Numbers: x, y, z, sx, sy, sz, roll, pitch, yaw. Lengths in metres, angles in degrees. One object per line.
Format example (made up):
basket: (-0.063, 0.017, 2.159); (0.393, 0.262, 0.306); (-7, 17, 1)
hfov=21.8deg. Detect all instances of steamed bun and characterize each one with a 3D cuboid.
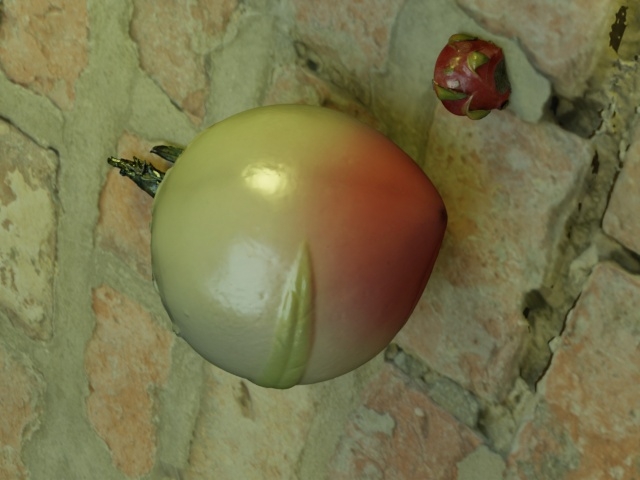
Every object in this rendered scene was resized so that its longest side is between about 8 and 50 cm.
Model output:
steamed bun: (0.000, 0.000, 1.703); (0.309, 0.309, 0.309); (23, 130, 31)

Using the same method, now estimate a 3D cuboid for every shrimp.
shrimp: (-0.183, -0.080, 2.007); (0.161, 0.034, 0.091); (27, 120, 19)

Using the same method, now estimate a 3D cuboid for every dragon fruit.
dragon fruit: (0.147, -0.157, 1.627); (0.056, 0.060, 0.083); (8, 119, 43)
